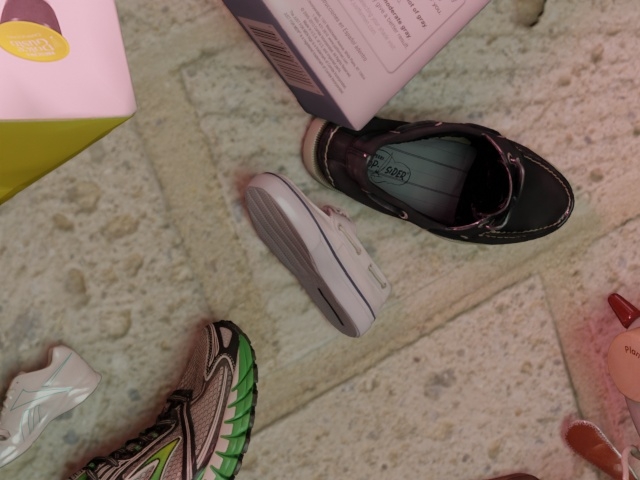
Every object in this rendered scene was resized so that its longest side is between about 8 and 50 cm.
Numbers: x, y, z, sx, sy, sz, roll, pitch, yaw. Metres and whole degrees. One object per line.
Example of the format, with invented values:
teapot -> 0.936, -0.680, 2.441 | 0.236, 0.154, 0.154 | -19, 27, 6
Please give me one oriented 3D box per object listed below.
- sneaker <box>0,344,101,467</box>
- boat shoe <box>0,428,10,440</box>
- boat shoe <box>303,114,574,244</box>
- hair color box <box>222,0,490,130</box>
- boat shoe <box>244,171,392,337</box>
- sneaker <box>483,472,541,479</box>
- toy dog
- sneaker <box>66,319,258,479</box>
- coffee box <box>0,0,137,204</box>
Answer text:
sneaker -> -0.283, 0.161, 1.462 | 0.152, 0.053, 0.061 | -43, 104, -16
boat shoe -> -0.351, 0.207, 1.364 | 0.156, 0.136, 0.367 | -37, 99, -29
boat shoe -> 0.150, -0.060, 1.602 | 0.340, 0.113, 0.127 | 19, 93, -32
hair color box -> 0.090, -0.307, 1.504 | 0.374, 0.113, 0.185 | -45, 121, -11
boat shoe -> 0.000, 0.000, 1.565 | 0.076, 0.083, 0.226 | -50, 133, -22
sneaker -> 0.187, 0.310, 1.745 | 0.188, 0.071, 0.066 | -16, 110, -25
toy dog -> 0.372, 0.195, 1.799 | 0.220, 0.161, 0.334 | 8, 112, -38
sneaker -> -0.164, 0.230, 1.495 | 0.146, 0.134, 0.344 | 27, 77, -6
coffee box -> -0.375, -0.179, 1.052 | 0.337, 0.338, 0.334 | -5, 78, -39
